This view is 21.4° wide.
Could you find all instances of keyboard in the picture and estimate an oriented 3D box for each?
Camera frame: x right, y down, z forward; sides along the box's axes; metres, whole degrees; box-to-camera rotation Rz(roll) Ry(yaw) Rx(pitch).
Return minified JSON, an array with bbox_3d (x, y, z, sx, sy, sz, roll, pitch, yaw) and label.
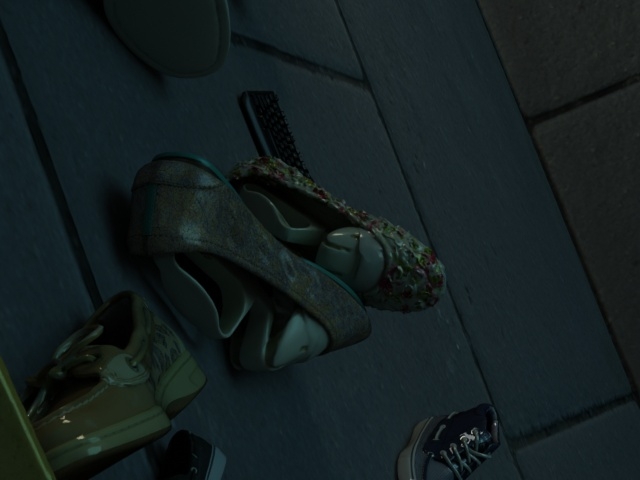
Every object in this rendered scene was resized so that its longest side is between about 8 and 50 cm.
[{"bbox_3d":[-0.028,-0.072,1.760,0.180,0.023,0.108,69,17,4],"label":"keyboard"}]

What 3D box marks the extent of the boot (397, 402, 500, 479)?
[{"bbox_3d":[0.137,0.224,1.761,0.069,0.086,0.190,62,18,-15],"label":"boot"}]

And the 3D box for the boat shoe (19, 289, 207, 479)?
[{"bbox_3d":[-0.150,0.098,1.083,0.089,0.105,0.285,61,8,-2],"label":"boat shoe"}]

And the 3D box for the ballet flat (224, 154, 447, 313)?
[{"bbox_3d":[0.000,0.000,1.525,0.241,0.091,0.077,29,20,27],"label":"ballet flat"}]

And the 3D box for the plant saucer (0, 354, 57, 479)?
[{"bbox_3d":[-0.204,0.213,0.796,0.332,0.081,0.333,66,18,-3],"label":"plant saucer"}]

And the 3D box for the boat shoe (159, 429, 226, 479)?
[{"bbox_3d":[-0.101,0.185,1.197,0.040,0.049,0.142,42,22,-13],"label":"boat shoe"}]

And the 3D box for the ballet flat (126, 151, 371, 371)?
[{"bbox_3d":[-0.063,0.047,1.418,0.316,0.108,0.106,41,50,-44],"label":"ballet flat"}]

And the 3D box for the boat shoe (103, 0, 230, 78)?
[{"bbox_3d":[-0.151,-0.265,1.445,0.305,0.109,0.091,64,18,-47],"label":"boat shoe"}]
